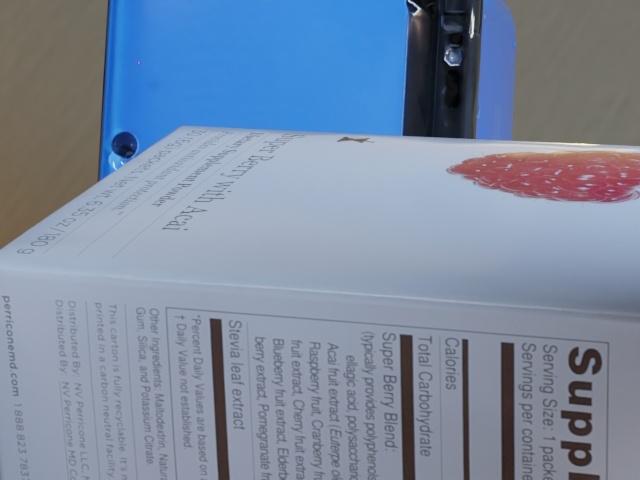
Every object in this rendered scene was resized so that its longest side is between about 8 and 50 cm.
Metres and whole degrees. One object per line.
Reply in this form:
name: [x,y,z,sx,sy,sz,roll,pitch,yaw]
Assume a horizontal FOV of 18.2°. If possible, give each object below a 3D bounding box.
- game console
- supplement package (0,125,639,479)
game console: [0.000,0.000,1.064,0.173,0.293,0.250,4,-1,13]
supplement package: [0.059,0.069,0.688,0.293,0.177,0.175,4,-71,18]
